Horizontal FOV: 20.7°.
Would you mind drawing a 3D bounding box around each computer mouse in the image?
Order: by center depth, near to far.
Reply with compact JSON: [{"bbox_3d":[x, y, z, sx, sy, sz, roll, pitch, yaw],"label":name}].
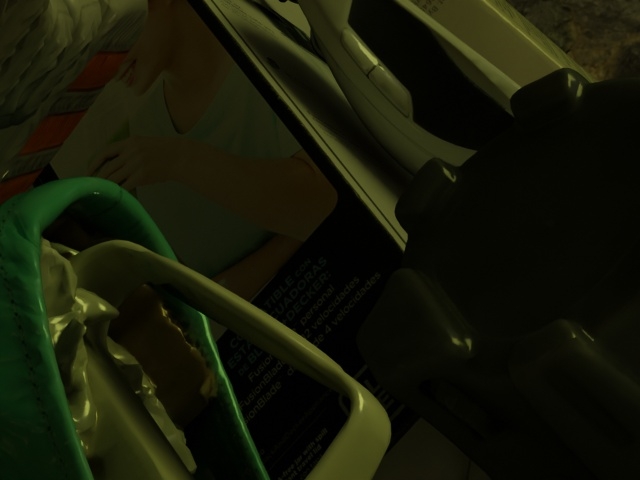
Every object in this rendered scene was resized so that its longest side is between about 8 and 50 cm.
[{"bbox_3d":[0.014,-0.061,0.558,0.193,0.042,0.106,42,7,28],"label":"computer mouse"}]

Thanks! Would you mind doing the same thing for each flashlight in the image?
[{"bbox_3d":[0.139,0.061,0.474,0.304,0.103,0.103,43,52,-42],"label":"flashlight"}]

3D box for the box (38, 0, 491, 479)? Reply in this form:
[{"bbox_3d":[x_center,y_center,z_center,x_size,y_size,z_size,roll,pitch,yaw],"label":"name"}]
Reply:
[{"bbox_3d":[0.000,0.000,0.602,0.169,0.087,0.290,29,18,-46],"label":"box"}]

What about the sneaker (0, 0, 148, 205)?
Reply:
[{"bbox_3d":[-0.148,-0.068,0.354,0.180,0.124,0.321,38,2,-2],"label":"sneaker"}]

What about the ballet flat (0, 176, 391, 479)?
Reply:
[{"bbox_3d":[-0.013,0.071,0.316,0.083,0.087,0.247,28,19,-50],"label":"ballet flat"}]

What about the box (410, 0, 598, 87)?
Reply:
[{"bbox_3d":[0.116,-0.081,1.164,0.311,0.121,0.148,39,12,-13],"label":"box"}]
